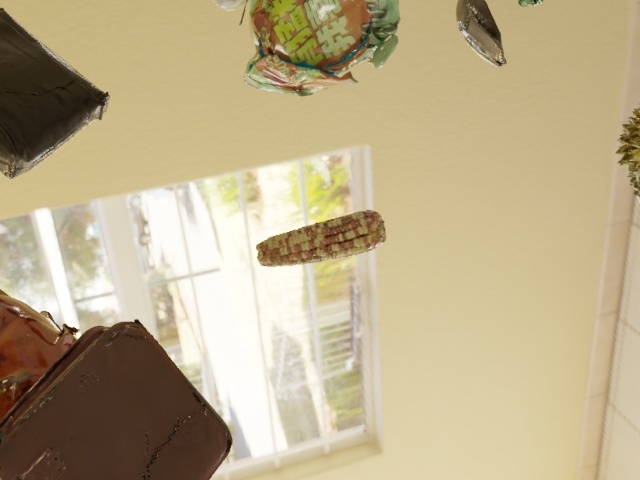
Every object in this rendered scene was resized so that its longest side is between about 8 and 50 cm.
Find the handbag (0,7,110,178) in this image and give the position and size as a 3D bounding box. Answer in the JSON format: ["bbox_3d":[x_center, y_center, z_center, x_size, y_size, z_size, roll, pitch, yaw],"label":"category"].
[{"bbox_3d":[-0.483,-0.238,1.229,0.247,0.223,0.080,40,143,-2],"label":"handbag"}]

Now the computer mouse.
[{"bbox_3d":[0.341,-0.457,1.724,0.106,0.062,0.192,83,163,-76],"label":"computer mouse"}]

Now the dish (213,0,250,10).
[{"bbox_3d":[-0.124,-0.474,1.318,0.066,0.191,0.190,24,130,39],"label":"dish"}]

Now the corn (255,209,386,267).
[{"bbox_3d":[0.000,0.000,1.422,0.079,0.237,0.079,-11,-90,-82],"label":"corn"}]

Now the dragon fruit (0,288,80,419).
[{"bbox_3d":[-0.419,0.180,0.975,0.250,0.315,0.250,-161,90,-77],"label":"dragon fruit"}]

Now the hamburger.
[{"bbox_3d":[-0.010,-0.372,1.289,0.150,0.276,0.260,36,137,53],"label":"hamburger"}]

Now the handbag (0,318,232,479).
[{"bbox_3d":[-0.217,0.215,0.815,0.074,0.216,0.203,-15,120,50],"label":"handbag"}]

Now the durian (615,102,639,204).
[{"bbox_3d":[0.577,-0.124,1.152,0.291,0.224,0.291,40,177,2],"label":"durian"}]

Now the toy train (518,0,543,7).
[{"bbox_3d":[0.471,-0.568,1.648,0.071,0.104,0.178,36,134,6],"label":"toy train"}]
